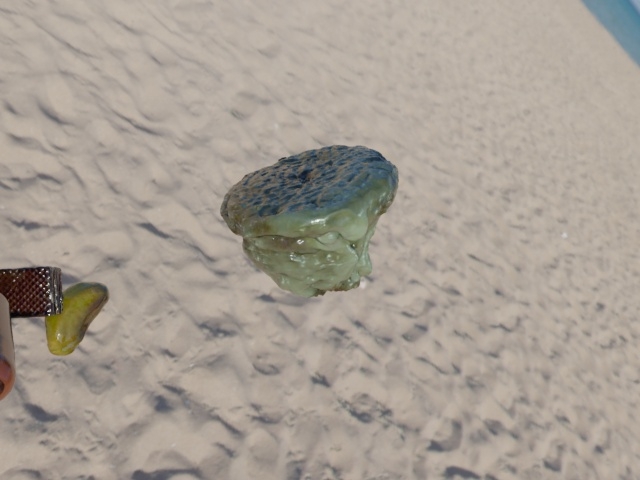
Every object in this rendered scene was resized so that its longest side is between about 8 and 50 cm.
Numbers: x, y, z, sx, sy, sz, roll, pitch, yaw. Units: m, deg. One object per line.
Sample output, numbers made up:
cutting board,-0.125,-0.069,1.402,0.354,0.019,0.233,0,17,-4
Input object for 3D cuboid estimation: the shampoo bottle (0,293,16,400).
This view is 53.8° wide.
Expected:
shampoo bottle,-0.423,0.149,0.781,0.085,0.085,0.244,27,10,-36

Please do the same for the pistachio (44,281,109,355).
pistachio,-0.565,0.167,1.431,0.189,0.100,0.110,-60,138,-20

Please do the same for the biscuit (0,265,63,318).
biscuit,-0.673,0.112,1.321,0.070,0.252,0.106,102,-15,-87

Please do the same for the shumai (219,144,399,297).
shumai,0.000,0.000,1.096,0.304,0.309,0.263,-104,-178,-61
